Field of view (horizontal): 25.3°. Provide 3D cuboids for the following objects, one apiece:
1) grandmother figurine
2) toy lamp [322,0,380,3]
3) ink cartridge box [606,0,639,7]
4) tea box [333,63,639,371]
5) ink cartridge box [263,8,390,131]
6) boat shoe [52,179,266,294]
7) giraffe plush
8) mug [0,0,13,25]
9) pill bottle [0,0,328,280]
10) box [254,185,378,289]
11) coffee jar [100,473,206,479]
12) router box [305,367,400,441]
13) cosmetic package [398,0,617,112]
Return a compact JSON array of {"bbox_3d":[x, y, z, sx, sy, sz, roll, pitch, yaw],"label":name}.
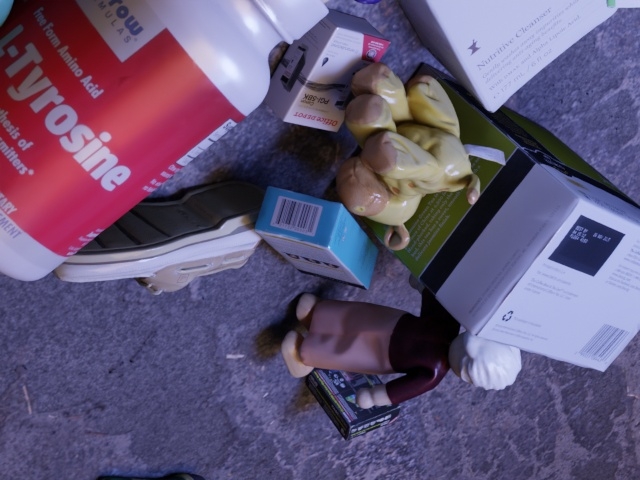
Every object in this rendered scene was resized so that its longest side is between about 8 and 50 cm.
[{"bbox_3d":[0.116,0.137,1.924,0.104,0.342,0.207,31,72,-50],"label":"grandmother figurine"},{"bbox_3d":[-0.061,-0.257,1.588,0.275,0.080,0.080,-25,141,-24],"label":"toy lamp"},{"bbox_3d":[0.382,-0.431,1.634,0.115,0.272,0.198,-1,142,12],"label":"ink cartridge box"},{"bbox_3d":[0.258,-0.025,1.893,0.329,0.323,0.220,19,113,-48],"label":"tea box"},{"bbox_3d":[0.006,-0.204,1.714,0.099,0.056,0.135,6,122,-46],"label":"ink cartridge box"},{"bbox_3d":[-0.191,0.013,1.714,0.302,0.113,0.103,-12,129,-34],"label":"boat shoe"},{"bbox_3d":[0.090,-0.089,1.733,0.210,0.181,0.170,27,136,-21],"label":"giraffe plush"},{"bbox_3d":[-0.346,-0.249,1.318,0.097,0.158,0.129,-11,108,-36],"label":"mug"},{"bbox_3d":[-0.202,-0.165,1.404,0.408,0.229,0.229,-38,143,5],"label":"pill bottle"},{"bbox_3d":[0.000,0.000,1.811,0.244,0.101,0.060,47,59,-72],"label":"box"},{"bbox_3d":[-0.245,0.390,2.076,0.184,0.079,0.096,7,120,-44],"label":"coffee jar"},{"bbox_3d":[0.048,0.233,2.139,0.092,0.122,0.038,-17,142,-28],"label":"router box"},{"bbox_3d":[0.177,-0.350,1.633,0.217,0.156,0.385,-40,144,2],"label":"cosmetic package"}]
